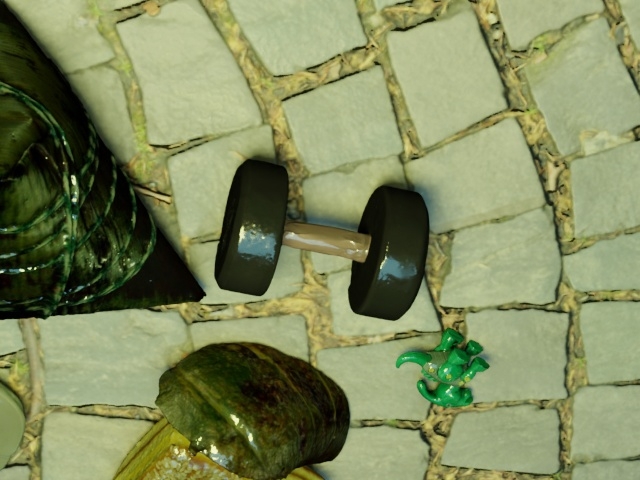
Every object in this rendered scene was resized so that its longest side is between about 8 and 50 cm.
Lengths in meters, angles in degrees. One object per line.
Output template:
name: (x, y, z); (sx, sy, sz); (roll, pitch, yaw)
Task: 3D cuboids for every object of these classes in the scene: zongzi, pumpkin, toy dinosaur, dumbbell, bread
zongzi: (-0.273, -0.027, 1.321); (0.362, 0.319, 0.383); (5, 134, -19)
pumpkin: (-0.056, 0.221, 1.486); (0.278, 0.163, 0.111); (32, 111, -21)
toy dinosaur: (0.154, 0.166, 1.544); (0.132, 0.059, 0.096); (23, 118, -25)
dumbbell: (0.000, 0.000, 1.383); (0.218, 0.152, 0.153); (11, 115, -11)
bread: (-0.133, 0.325, 1.562); (0.234, 0.111, 0.184); (33, 119, -22)

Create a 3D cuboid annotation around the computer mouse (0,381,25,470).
computer mouse: (-0.519, 0.195, 1.465); (0.330, 0.095, 0.197); (28, 115, -19)
